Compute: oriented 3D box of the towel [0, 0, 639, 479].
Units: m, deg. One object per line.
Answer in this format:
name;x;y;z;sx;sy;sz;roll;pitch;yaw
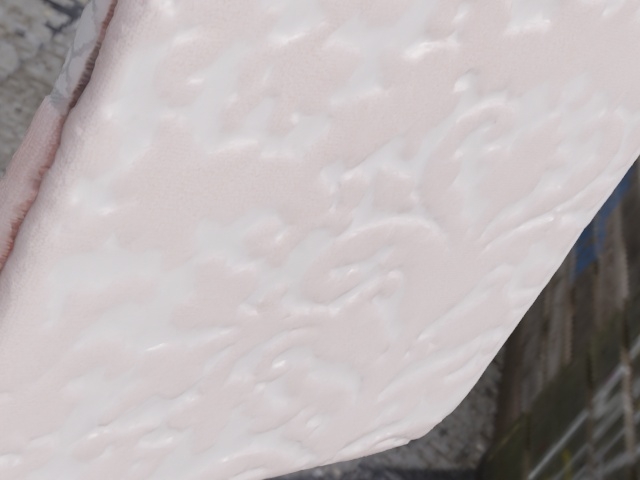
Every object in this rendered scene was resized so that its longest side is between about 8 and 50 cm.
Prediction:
towel;0.000;0.000;0.531;0.332;0.317;0.053;-1;42;-44
